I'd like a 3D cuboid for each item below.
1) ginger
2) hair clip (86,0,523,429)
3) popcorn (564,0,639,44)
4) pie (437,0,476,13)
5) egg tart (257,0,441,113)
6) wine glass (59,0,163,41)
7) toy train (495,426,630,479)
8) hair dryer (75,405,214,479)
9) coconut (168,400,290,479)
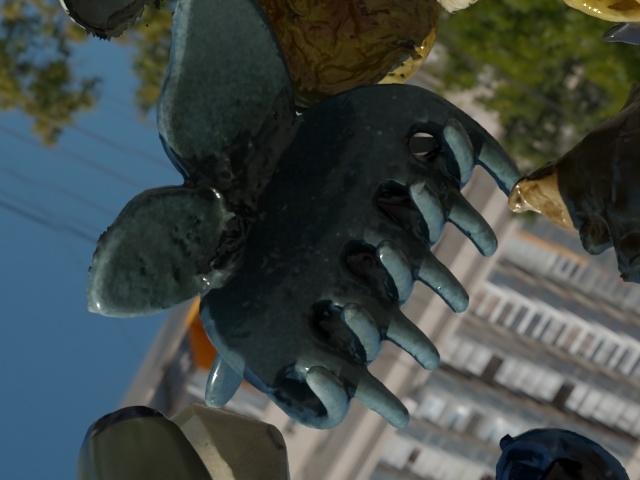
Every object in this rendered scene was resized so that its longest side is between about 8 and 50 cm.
[{"bbox_3d":[0.274,-0.048,1.385,0.123,0.270,0.219,30,-128,-24],"label":"ginger"},{"bbox_3d":[0.000,0.000,1.488,0.238,0.318,0.392,18,161,31],"label":"hair clip"},{"bbox_3d":[0.381,-0.299,1.638,0.315,0.281,0.297,3,-162,19],"label":"popcorn"},{"bbox_3d":[0.100,-0.228,1.004,0.052,0.218,0.185,6,-120,-13],"label":"pie"},{"bbox_3d":[0.002,-0.232,1.598,0.241,0.241,0.106,18,173,-27],"label":"egg tart"},{"bbox_3d":[-0.293,-0.284,1.354,0.357,0.191,0.190,16,-166,25],"label":"wine glass"},{"bbox_3d":[0.175,0.302,1.190,0.265,0.300,0.188,36,-138,9],"label":"toy train"},{"bbox_3d":[-0.094,0.308,1.224,0.119,0.298,0.296,-15,-143,-8],"label":"hair dryer"},{"bbox_3d":[-0.136,0.326,2.219,0.241,0.241,0.241,25,-159,-10],"label":"coconut"}]
